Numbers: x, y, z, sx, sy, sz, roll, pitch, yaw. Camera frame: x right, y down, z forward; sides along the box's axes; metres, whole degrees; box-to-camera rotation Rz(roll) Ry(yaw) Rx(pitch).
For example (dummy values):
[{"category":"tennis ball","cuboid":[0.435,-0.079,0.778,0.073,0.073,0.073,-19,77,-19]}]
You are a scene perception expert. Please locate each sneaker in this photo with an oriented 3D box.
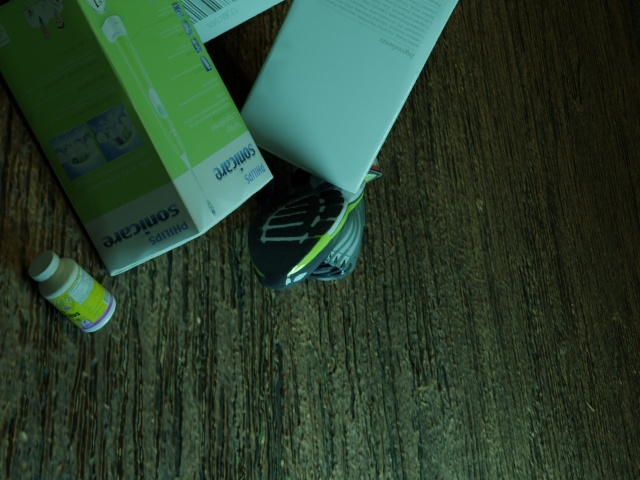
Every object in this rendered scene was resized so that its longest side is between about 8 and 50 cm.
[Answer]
[{"category":"sneaker","cuboid":[0.000,0.000,1.865,0.300,0.111,0.121,-50,132,-62]}]

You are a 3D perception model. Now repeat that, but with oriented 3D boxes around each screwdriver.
[{"category":"screwdriver","cuboid":[-0.066,-0.022,1.873,0.025,0.024,0.170,81,8,-58]}]

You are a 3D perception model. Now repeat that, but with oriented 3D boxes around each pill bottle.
[{"category":"pill bottle","cuboid":[-0.230,0.045,1.450,0.083,0.043,0.043,46,31,-35]}]

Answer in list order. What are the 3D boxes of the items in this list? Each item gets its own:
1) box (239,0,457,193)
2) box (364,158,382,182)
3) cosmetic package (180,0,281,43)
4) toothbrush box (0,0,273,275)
[{"category":"box","cuboid":[0.056,-0.265,1.849,0.168,0.345,0.215,27,23,-2]},{"category":"box","cuboid":[0.005,-0.146,2.101,0.207,0.036,0.114,14,55,-60]},{"category":"cosmetic package","cuboid":[-0.158,-0.422,1.819,0.156,0.217,0.385,36,36,-47]},{"category":"toothbrush box","cuboid":[-0.192,-0.138,1.599,0.283,0.122,0.206,61,25,-8]}]
